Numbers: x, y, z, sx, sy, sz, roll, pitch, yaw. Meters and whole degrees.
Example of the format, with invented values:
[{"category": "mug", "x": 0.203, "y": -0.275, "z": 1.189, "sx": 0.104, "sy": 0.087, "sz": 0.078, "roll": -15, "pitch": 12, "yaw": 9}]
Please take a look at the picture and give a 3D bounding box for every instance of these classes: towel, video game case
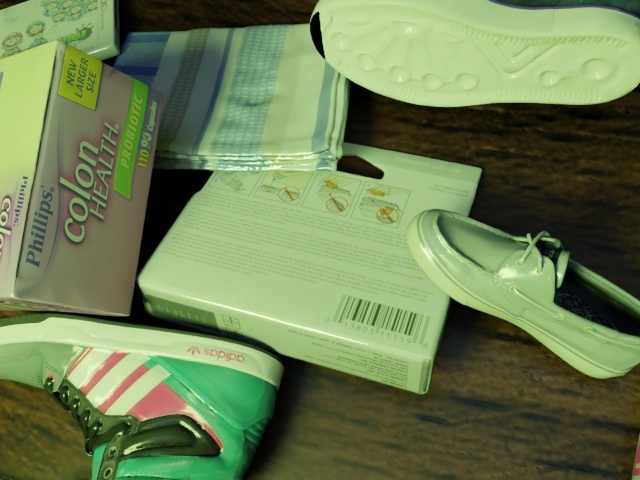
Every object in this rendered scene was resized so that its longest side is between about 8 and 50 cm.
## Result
[{"category": "towel", "x": -0.105, "y": -0.162, "z": 0.715, "sx": 0.285, "sy": 0.034, "sz": 0.209, "roll": 2, "pitch": 59, "yaw": 12}, {"category": "video game case", "x": -0.318, "y": -0.252, "z": 0.797, "sx": 0.157, "sy": 0.019, "sz": 0.143, "roll": -16, "pitch": 56, "yaw": 5}]

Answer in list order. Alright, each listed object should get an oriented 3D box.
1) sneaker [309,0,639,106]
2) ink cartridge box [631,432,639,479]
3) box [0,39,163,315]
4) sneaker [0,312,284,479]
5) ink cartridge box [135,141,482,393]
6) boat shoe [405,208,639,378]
[{"category": "sneaker", "x": 0.171, "y": -0.260, "z": 0.673, "sx": 0.322, "sy": 0.130, "sz": 0.236, "roll": 9, "pitch": 58, "yaw": 13}, {"category": "ink cartridge box", "x": 0.384, "y": 0.082, "z": 0.546, "sx": 0.185, "sy": 0.065, "sz": 0.311, "roll": 14, "pitch": 76, "yaw": 15}, {"category": "box", "x": -0.285, "y": -0.044, "z": 0.624, "sx": 0.243, "sy": 0.117, "sz": 0.214, "roll": -3, "pitch": 76, "yaw": 35}, {"category": "sneaker", "x": -0.191, "y": 0.173, "z": 0.591, "sx": 0.295, "sy": 0.124, "sz": 0.178, "roll": 5, "pitch": 62, "yaw": 11}, {"category": "ink cartridge box", "x": 0.000, "y": 0.000, "z": 0.648, "sx": 0.275, "sy": 0.060, "sz": 0.239, "roll": 13, "pitch": 49, "yaw": 15}, {"category": "boat shoe", "x": 0.183, "y": 0.030, "z": 0.556, "sx": 0.227, "sy": 0.081, "sz": 0.079, "roll": 32, "pitch": 50, "yaw": -1}]
